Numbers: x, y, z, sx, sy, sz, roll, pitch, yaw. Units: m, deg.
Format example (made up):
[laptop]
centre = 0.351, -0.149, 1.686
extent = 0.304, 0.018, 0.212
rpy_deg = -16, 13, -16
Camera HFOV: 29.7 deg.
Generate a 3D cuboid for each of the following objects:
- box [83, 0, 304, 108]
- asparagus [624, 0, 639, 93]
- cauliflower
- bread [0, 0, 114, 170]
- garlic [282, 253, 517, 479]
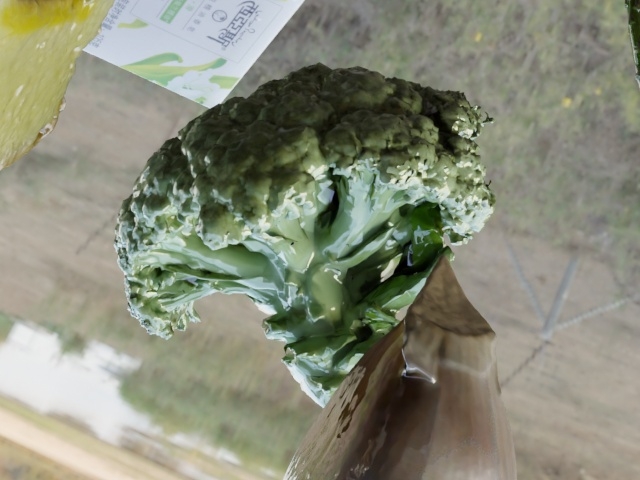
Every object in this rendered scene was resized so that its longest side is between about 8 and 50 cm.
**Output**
[box]
centre = -0.133, -0.292, 1.334
extent = 0.194, 0.111, 0.260
rpy_deg = 22, 133, -25
[asparagus]
centre = 0.437, -0.277, 1.654
extent = 0.027, 0.236, 0.034
rpy_deg = -14, 166, 33
[cauliflower]
centre = 0.000, 0.000, 0.913
extent = 0.275, 0.272, 0.250
rpy_deg = -14, 99, 63
[bread]
centre = -0.199, -0.107, 0.575
extent = 0.169, 0.140, 0.160
rpy_deg = 30, -158, -12
[garlic]
centre = 0.012, 0.155, 0.661
extent = 0.128, 0.148, 0.266
rpy_deg = 44, 124, -2
